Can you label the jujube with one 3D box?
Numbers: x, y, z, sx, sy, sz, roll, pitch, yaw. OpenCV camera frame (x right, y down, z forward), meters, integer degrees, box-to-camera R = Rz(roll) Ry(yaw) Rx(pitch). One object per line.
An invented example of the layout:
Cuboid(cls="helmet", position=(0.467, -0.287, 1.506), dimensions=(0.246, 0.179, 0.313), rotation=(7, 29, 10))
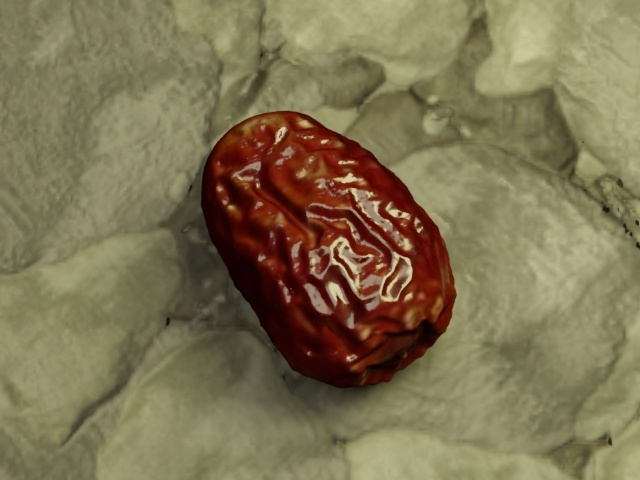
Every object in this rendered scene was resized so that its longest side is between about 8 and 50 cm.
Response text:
Cuboid(cls="jujube", position=(0.000, 0.000, 0.901), dimensions=(0.112, 0.109, 0.176), rotation=(-19, 61, -32))
